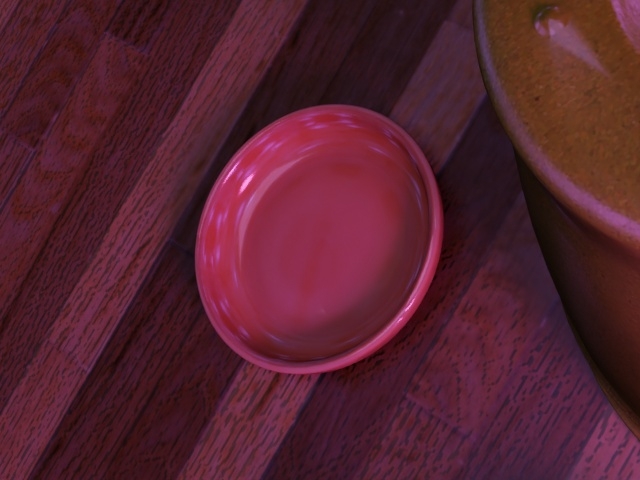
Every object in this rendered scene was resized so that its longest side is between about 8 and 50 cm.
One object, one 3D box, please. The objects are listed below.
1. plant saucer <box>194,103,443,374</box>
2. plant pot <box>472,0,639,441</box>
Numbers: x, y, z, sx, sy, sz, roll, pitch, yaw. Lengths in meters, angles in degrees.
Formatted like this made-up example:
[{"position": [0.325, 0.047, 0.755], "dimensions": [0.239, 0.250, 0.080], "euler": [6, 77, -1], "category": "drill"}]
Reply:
[{"position": [0.000, 0.000, 0.804], "dimensions": [0.200, 0.037, 0.200], "euler": [-9, 70, 27], "category": "plant saucer"}, {"position": [0.236, -0.053, 0.496], "dimensions": [0.366, 0.353, 0.367], "euler": [-10, 69, 28], "category": "plant pot"}]
